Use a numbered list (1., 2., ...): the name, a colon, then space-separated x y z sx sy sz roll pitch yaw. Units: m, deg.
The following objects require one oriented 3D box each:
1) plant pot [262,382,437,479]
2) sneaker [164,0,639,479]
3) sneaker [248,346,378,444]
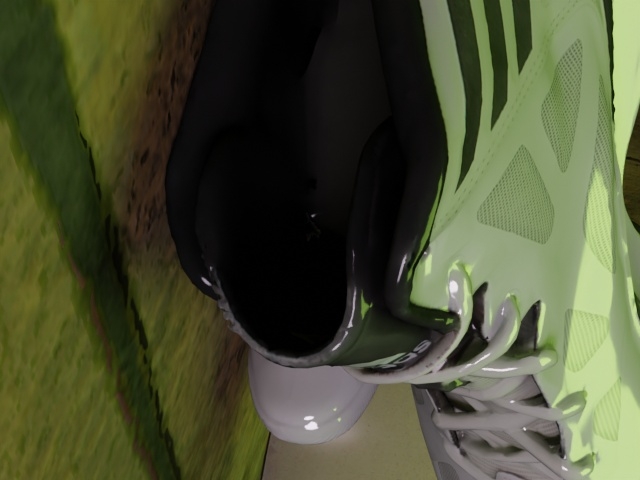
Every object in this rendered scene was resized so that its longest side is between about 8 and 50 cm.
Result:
1. plant pot: 0.082 0.132 0.898 0.284 0.191 0.284 15 90 -82
2. sneaker: 0.048 0.045 0.467 0.257 0.169 0.447 -32 116 -48
3. sneaker: 0.000 0.000 0.583 0.094 0.080 0.212 69 28 -54
